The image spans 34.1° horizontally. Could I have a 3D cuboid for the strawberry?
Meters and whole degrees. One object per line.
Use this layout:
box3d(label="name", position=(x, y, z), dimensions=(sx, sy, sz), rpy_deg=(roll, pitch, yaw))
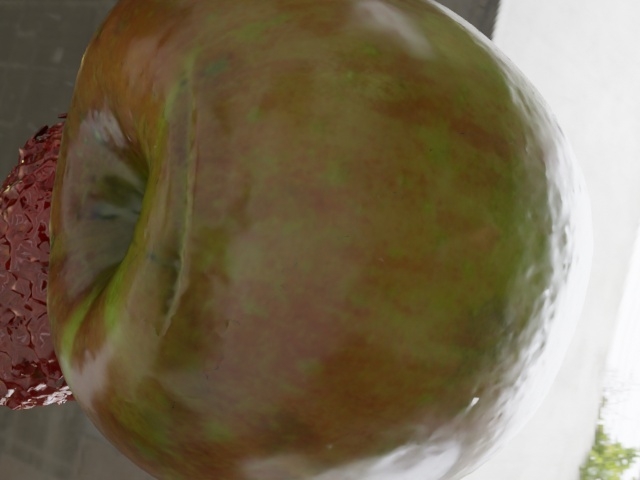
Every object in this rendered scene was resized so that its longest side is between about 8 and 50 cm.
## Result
box3d(label="strawberry", position=(-0.268, 0.027, 1.086), dimensions=(0.343, 0.292, 0.292), rpy_deg=(-21, -112, 17))

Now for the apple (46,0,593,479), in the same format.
box3d(label="apple", position=(0.000, 0.000, 0.480), dimensions=(0.246, 0.226, 0.246), rpy_deg=(-21, -115, 55))
